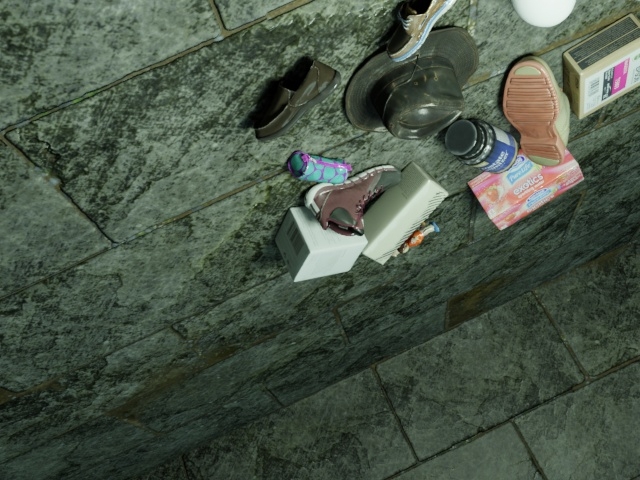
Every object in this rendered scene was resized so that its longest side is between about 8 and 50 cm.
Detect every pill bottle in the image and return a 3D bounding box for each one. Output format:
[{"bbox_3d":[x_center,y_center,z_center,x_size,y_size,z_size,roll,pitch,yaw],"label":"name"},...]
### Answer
[{"bbox_3d":[0.428,-0.253,1.736,0.219,0.123,0.123,7,139,-48],"label":"pill bottle"}]

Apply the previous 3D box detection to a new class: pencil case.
[{"bbox_3d":[-0.002,-0.173,1.565,0.152,0.064,0.070,3,158,-45],"label":"pencil case"}]

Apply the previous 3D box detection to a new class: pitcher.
[{"bbox_3d":[0.436,-0.529,1.261,0.178,0.125,0.207,-45,138,14],"label":"pitcher"}]

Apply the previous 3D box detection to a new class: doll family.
[{"bbox_3d":[0.251,-0.026,2.029,0.163,0.118,0.263,-32,177,-4],"label":"doll family"}]

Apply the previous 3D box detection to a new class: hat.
[{"bbox_3d":[0.226,-0.312,1.441,0.331,0.134,0.331,-20,152,-11],"label":"hat"}]

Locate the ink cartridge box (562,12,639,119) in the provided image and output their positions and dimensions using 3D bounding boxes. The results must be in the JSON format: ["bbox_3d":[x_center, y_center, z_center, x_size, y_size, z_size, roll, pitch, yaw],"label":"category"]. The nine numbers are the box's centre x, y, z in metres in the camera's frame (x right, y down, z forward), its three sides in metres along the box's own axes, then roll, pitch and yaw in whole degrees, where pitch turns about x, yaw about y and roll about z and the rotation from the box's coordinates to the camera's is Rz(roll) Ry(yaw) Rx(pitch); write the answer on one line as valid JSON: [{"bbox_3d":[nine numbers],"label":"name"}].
[{"bbox_3d":[0.742,-0.448,1.703,0.193,0.088,0.235,-29,153,9],"label":"ink cartridge box"}]

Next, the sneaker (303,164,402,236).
[{"bbox_3d":[0.110,-0.089,1.705,0.281,0.162,0.106,-18,153,-14],"label":"sneaker"}]

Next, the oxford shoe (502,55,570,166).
[{"bbox_3d":[0.576,-0.360,1.711,0.146,0.140,0.397,-65,148,-19],"label":"oxford shoe"}]

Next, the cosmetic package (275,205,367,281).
[{"bbox_3d":[0.000,0.000,1.784,0.184,0.151,0.151,-9,149,-29],"label":"cosmetic package"}]

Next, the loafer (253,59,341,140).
[{"bbox_3d":[-0.062,-0.288,1.312,0.220,0.080,0.078,-36,119,22],"label":"loafer"}]

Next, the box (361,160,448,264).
[{"bbox_3d":[0.213,-0.075,1.804,0.094,0.113,0.275,28,112,-37],"label":"box"}]

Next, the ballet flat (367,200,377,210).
[{"bbox_3d":[0.225,-0.088,1.923,0.188,0.070,0.070,-12,150,-27],"label":"ballet flat"}]

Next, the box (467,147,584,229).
[{"bbox_3d":[0.633,-0.185,2.012,0.300,0.154,0.142,-33,152,17],"label":"box"}]

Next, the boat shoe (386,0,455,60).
[{"bbox_3d":[0.183,-0.435,1.265,0.066,0.066,0.183,14,124,-46],"label":"boat shoe"}]
